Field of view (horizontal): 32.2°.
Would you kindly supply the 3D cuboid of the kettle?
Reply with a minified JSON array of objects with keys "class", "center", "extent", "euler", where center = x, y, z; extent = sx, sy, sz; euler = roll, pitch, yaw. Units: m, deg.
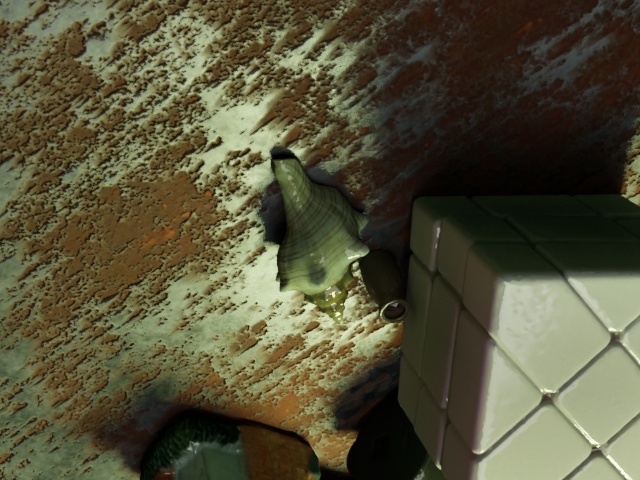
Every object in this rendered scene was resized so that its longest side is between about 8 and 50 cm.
[{"class":"kettle","center":[0.230,0.379,1.714],"extent":[0.308,0.262,0.203],"euler":[32,81,-31]}]

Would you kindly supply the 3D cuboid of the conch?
[{"class":"conch","center":[0.009,0.009,1.435],"extent":[0.137,0.114,0.234],"euler":[-9,127,-24]}]

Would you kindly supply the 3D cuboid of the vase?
[{"class":"vase","center":[0.089,0.064,1.503],"extent":[0.053,0.101,0.053],"euler":[-8,131,-9]}]

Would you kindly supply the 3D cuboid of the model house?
[{"class":"model house","center":[-0.122,0.420,1.634],"extent":[0.253,0.291,0.184],"euler":[23,116,-29]}]

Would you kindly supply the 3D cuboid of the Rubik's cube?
[{"class":"Rubik's cube","center":[0.297,0.130,1.419],"extent":[0.321,0.316,0.319],"euler":[-1,109,-15]}]
